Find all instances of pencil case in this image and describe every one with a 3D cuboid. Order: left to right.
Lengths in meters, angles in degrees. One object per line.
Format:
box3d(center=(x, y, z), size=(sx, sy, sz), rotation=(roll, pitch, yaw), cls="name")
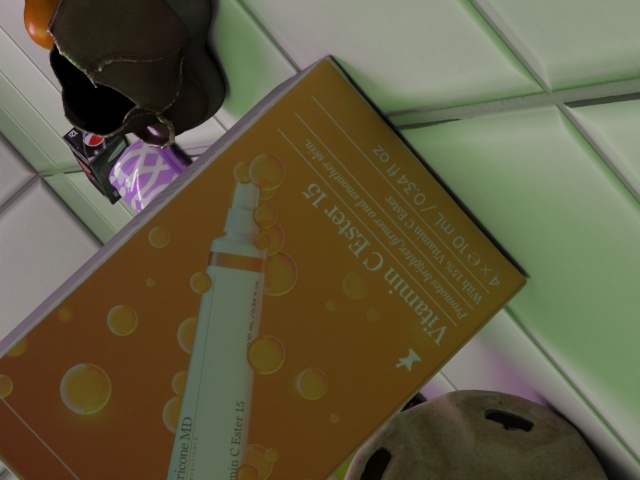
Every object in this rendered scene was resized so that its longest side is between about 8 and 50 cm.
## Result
box3d(center=(-0.143, -0.029, 1.995), size=(0.206, 0.086, 0.088), rotation=(43, 136, 10), cls="pencil case")

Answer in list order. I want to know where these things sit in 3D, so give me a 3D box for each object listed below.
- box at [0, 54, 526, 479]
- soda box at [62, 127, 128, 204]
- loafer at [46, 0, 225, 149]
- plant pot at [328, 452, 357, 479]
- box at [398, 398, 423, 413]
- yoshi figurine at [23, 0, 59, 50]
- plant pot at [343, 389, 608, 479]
box3d(center=(-0.064, 0.069, 1.264), size=(0.215, 0.345, 0.168), rotation=(47, 171, -7), cls="box")
box3d(center=(-0.281, -0.107, 2.328), size=(0.053, 0.060, 0.169), rotation=(45, 171, 15), cls="soda box")
box3d(center=(-0.169, -0.150, 1.467), size=(0.134, 0.130, 0.366), rotation=(45, 170, 9), cls="loafer")
box3d(center=(0.059, 0.326, 1.886), size=(0.227, 0.228, 0.207), rotation=(40, 130, 37), cls="plant pot")
box3d(center=(0.151, 0.229, 1.933), size=(0.116, 0.029, 0.162), rotation=(48, 169, -10), cls="box")
box3d(center=(-0.310, -0.267, 1.431), size=(0.203, 0.203, 0.362), rotation=(37, 163, 29), cls="yoshi figurine")
box3d(center=(0.136, 0.295, 1.548), size=(0.334, 0.334, 0.305), rotation=(41, 157, 28), cls="plant pot")
